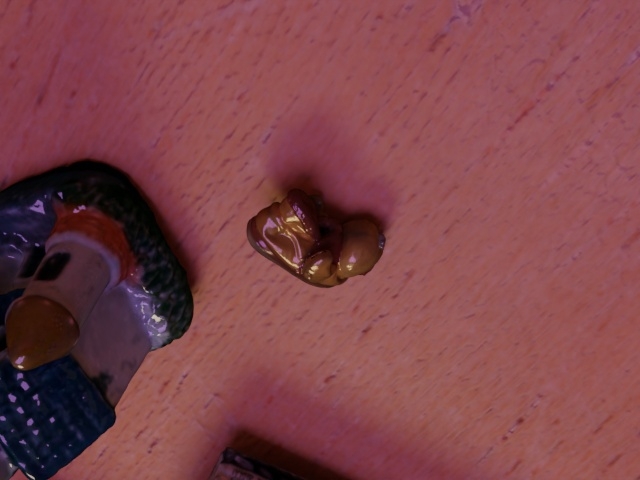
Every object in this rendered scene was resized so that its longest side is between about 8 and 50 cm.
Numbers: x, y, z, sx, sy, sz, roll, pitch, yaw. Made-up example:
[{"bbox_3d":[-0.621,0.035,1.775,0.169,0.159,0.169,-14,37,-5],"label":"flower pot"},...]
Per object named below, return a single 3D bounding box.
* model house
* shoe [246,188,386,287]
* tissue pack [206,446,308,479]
[{"bbox_3d":[-0.262,0.105,0.959,0.253,0.291,0.184,-15,124,24],"label":"model house"},{"bbox_3d":[-0.002,0.001,0.946,0.109,0.072,0.069,36,130,-11],"label":"shoe"},{"bbox_3d":[0.014,0.373,1.176,0.361,0.122,0.259,25,130,-6],"label":"tissue pack"}]
